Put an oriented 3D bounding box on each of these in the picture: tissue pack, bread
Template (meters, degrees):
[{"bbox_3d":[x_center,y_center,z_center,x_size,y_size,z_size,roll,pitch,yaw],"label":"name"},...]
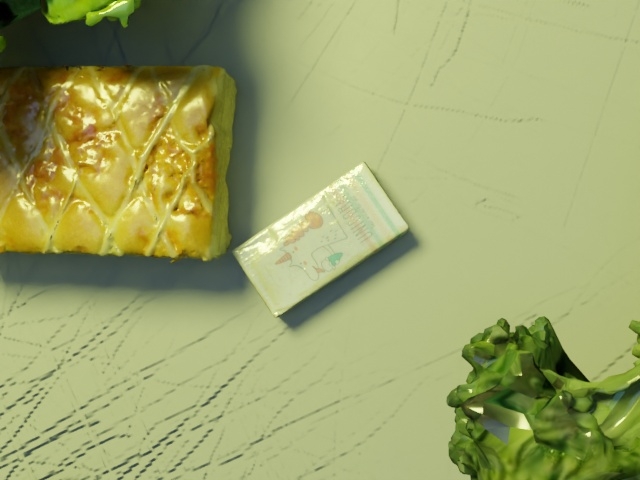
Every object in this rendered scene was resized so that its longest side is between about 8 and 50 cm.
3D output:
[{"bbox_3d":[0.000,0.000,0.740,0.108,0.023,0.056,-33,85,6],"label":"tissue pack"},{"bbox_3d":[-0.152,-0.050,0.739,0.188,0.068,0.126,2,89,8],"label":"bread"}]

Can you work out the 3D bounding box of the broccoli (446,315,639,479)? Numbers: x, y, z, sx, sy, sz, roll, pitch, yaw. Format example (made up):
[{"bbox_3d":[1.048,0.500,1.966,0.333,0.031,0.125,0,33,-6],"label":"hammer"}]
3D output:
[{"bbox_3d":[0.242,0.052,0.593,0.375,0.249,0.302,-12,79,-2],"label":"broccoli"}]

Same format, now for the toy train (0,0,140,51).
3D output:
[{"bbox_3d":[-0.205,-0.191,0.681,0.271,0.188,0.159,-27,112,4],"label":"toy train"}]
